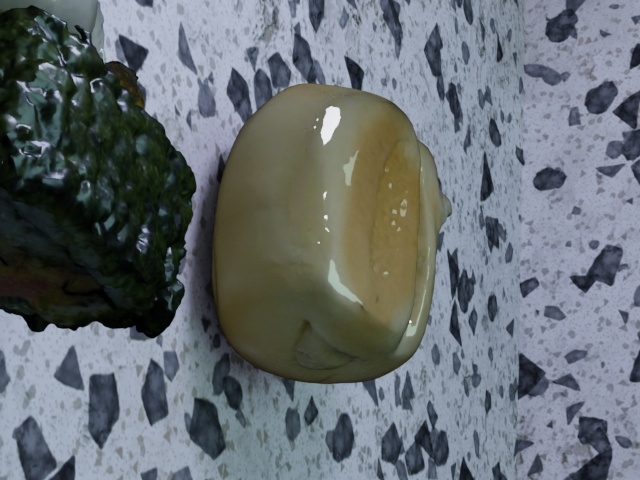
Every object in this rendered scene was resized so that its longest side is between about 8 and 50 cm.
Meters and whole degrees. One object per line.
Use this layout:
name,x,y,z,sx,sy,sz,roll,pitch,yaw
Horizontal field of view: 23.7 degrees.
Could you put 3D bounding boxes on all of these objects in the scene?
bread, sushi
bread,0.000,0.000,2.082,0.348,0.253,0.376,33,54,-53
sushi,-0.299,-0.054,1.425,0.352,0.294,0.178,49,45,-48

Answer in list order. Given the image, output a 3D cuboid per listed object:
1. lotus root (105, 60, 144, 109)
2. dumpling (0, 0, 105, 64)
lotus root,-0.263,-0.138,1.721,0.120,0.120,0.209,64,34,-35
dumpling,-0.323,-0.238,1.587,0.258,0.147,0.193,51,45,-37
